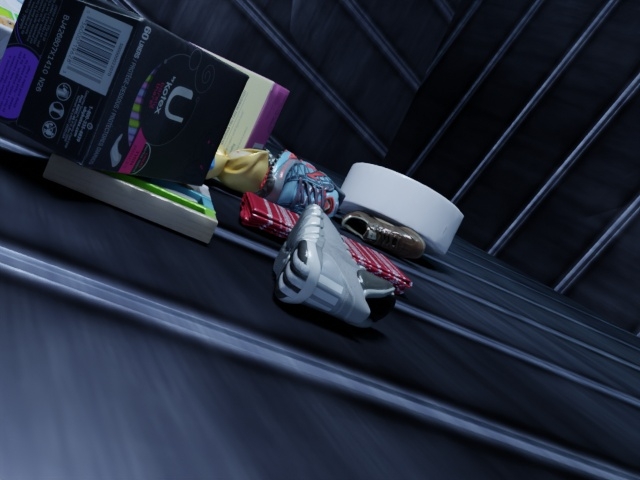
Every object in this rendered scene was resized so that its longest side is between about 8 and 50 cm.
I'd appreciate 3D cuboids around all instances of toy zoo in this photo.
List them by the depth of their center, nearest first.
[{"bbox_3d":[-0.231,-0.078,0.926,0.192,0.030,0.293,23,8,-17],"label":"toy zoo"}]

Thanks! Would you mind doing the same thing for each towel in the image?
[{"bbox_3d":[0.000,0.000,1.149,0.275,0.031,0.199,25,8,-12],"label":"towel"}]

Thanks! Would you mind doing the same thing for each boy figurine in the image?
[{"bbox_3d":[-0.227,-0.164,1.287,0.285,0.092,0.177,21,8,-8],"label":"boy figurine"}]

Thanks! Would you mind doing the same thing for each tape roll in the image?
[{"bbox_3d":[0.178,-0.067,1.669,0.286,0.100,0.286,27,-7,4],"label":"tape roll"}]

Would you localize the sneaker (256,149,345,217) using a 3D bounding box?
[{"bbox_3d":[-0.022,-0.094,1.340,0.125,0.104,0.262,30,14,15],"label":"sneaker"}]

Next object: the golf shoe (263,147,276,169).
[{"bbox_3d":[-0.115,-0.160,1.731,0.094,0.077,0.198,38,1,-45],"label":"golf shoe"}]

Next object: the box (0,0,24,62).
[{"bbox_3d":[-0.482,-0.331,1.177,0.231,0.127,0.262,17,34,-47],"label":"box"}]

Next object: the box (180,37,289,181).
[{"bbox_3d":[-0.221,-0.252,1.426,0.243,0.213,0.117,26,8,10],"label":"box"}]

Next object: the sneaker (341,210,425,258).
[{"bbox_3d":[0.126,-0.006,1.527,0.188,0.066,0.071,24,23,29],"label":"sneaker"}]

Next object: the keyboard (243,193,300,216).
[{"bbox_3d":[-0.024,-0.028,1.332,0.256,0.014,0.072,28,13,18],"label":"keyboard"}]

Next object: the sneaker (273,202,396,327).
[{"bbox_3d":[0.020,0.039,0.819,0.132,0.086,0.228,29,17,-9],"label":"sneaker"}]

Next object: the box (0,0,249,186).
[{"bbox_3d":[-0.221,-0.172,0.850,0.143,0.165,0.270,27,9,15],"label":"box"}]

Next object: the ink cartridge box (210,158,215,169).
[{"bbox_3d":[-0.252,-0.189,1.094,0.082,0.139,0.191,-19,-30,35],"label":"ink cartridge box"}]
